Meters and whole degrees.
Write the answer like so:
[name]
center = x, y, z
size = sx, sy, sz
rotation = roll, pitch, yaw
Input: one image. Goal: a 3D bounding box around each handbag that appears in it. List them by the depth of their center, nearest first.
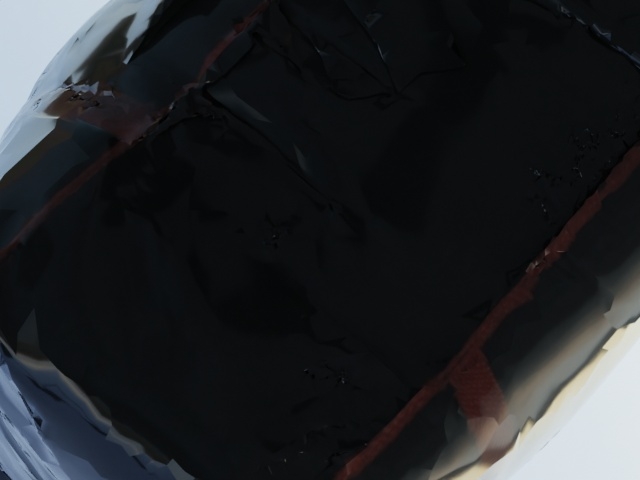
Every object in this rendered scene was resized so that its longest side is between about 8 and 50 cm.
[handbag]
center = 0.000, 0.000, 0.497
size = 0.155, 0.215, 0.169
rotation = 42, 154, 6
